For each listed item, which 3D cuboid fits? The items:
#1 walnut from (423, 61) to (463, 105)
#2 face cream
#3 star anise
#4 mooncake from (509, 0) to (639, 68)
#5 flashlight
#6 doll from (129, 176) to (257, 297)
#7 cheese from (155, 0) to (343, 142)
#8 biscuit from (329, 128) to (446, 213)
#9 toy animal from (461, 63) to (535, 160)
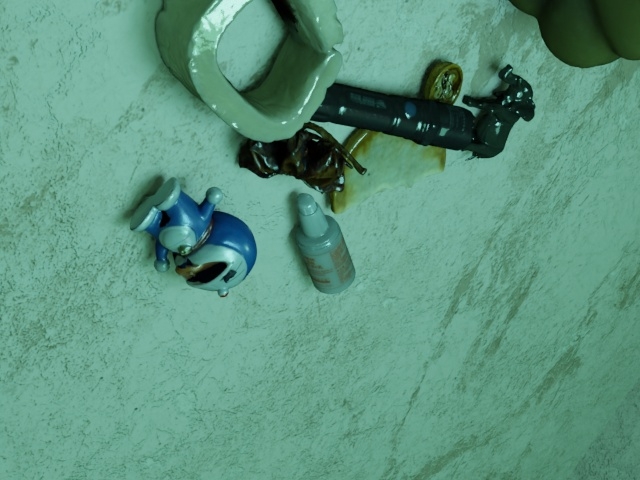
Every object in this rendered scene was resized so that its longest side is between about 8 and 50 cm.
[{"bbox_3d":[0.255,-0.332,2.030,0.091,0.052,0.121,-10,129,-36],"label":"walnut"},{"bbox_3d":[0.000,0.000,2.030,0.101,0.101,0.252,-35,135,-14],"label":"face cream"},{"bbox_3d":[-0.043,-0.164,1.829,0.220,0.190,0.126,16,73,-23],"label":"star anise"},{"bbox_3d":[0.560,-0.569,1.814,0.262,0.467,0.467,-27,133,-25],"label":"mooncake"},{"bbox_3d":[0.126,-0.259,1.916,0.423,0.103,0.103,8,115,-31],"label":"flashlight"},{"bbox_3d":[-0.232,-0.004,1.806,0.215,0.161,0.257,-33,130,26],"label":"doll"},{"bbox_3d":[-0.108,-0.345,1.661,0.292,0.153,0.332,-43,137,-5],"label":"cheese"},{"bbox_3d":[0.145,-0.186,2.055,0.308,0.040,0.205,-22,131,-26],"label":"biscuit"},{"bbox_3d":[0.389,-0.288,2.140,0.146,0.115,0.245,2,140,-32],"label":"toy animal"}]
